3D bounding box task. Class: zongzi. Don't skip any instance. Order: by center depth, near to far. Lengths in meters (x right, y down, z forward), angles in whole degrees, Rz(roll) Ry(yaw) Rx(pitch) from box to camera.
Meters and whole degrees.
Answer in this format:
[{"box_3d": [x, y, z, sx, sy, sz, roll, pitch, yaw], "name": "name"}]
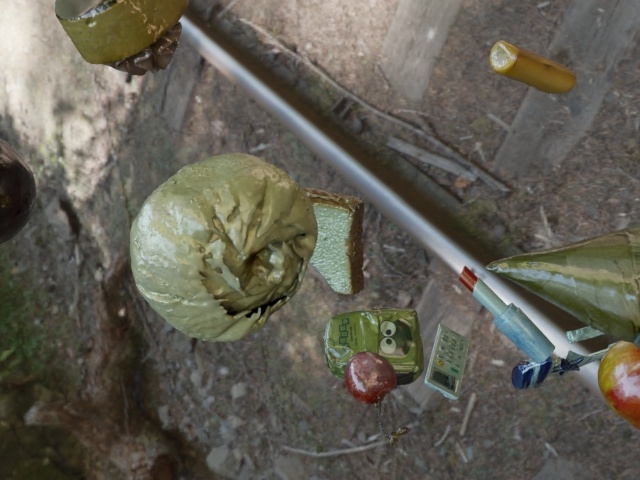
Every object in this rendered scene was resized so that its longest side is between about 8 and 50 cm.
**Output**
[{"box_3d": [0.438, 0.013, 0.961, 0.361, 0.323, 0.159, 22, 138, 13], "name": "zongzi"}]

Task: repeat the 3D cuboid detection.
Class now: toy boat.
[{"box_3d": [0.624, 0.311, 1.774, 0.292, 0.210, 0.070, -27, 64, 19], "name": "toy boat"}]

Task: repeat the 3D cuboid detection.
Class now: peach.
[{"box_3d": [0.621, 0.252, 1.272, 0.197, 0.197, 0.197, 7, 100, 46], "name": "peach"}]

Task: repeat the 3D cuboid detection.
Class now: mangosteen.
[{"box_3d": [-0.664, -0.077, 1.301, 0.289, 0.232, 0.231, -43, 64, 52], "name": "mangosteen"}]

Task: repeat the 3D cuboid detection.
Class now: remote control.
[{"box_3d": [0.365, 0.347, 1.996, 0.103, 0.293, 0.051, 28, 121, 3], "name": "remote control"}]

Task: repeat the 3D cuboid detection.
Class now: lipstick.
[{"box_3d": [0.420, 0.166, 1.592, 0.274, 0.061, 0.068, 45, 121, 6], "name": "lipstick"}]

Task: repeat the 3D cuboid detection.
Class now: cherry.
[{"box_3d": [0.124, 0.310, 1.405, 0.225, 0.107, 0.090, 50, 150, 42], "name": "cherry"}]

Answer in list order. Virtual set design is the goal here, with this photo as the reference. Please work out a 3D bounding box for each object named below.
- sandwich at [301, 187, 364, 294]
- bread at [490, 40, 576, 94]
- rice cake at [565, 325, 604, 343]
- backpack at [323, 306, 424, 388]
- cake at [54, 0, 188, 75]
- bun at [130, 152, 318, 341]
[{"box_3d": [0.002, -0.002, 1.923, 0.255, 0.099, 0.288, 8, 117, 23], "name": "sandwich"}, {"box_3d": [0.478, -0.387, 1.567, 0.073, 0.239, 0.092, -60, 41, 28], "name": "bread"}, {"box_3d": [0.485, 0.155, 1.199, 0.021, 0.121, 0.022, 84, 171, -76], "name": "rice cake"}, {"box_3d": [0.133, 0.271, 1.762, 0.140, 0.254, 0.206, 91, 180, -56], "name": "backpack"}, {"box_3d": [-0.288, -0.348, 1.087, 0.185, 0.178, 0.207, 23, 75, 40], "name": "cake"}, {"box_3d": [-0.107, 0.019, 0.900, 0.152, 0.260, 0.259, 28, 114, 45], "name": "bun"}]
